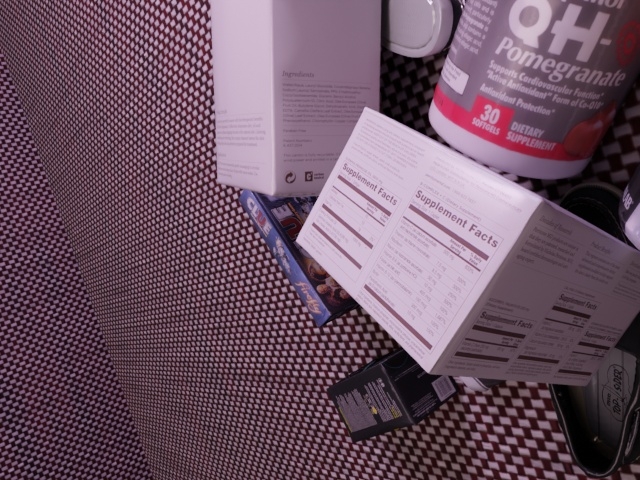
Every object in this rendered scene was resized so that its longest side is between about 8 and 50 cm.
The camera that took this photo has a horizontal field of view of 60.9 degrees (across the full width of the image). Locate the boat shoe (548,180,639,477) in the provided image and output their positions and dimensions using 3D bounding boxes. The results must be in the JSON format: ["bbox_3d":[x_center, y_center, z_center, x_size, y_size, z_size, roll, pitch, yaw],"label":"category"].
[{"bbox_3d":[0.304,0.109,0.611,0.127,0.113,0.340,10,113,48],"label":"boat shoe"}]

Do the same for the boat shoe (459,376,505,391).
[{"bbox_3d":[0.188,0.111,0.754,0.076,0.080,0.228,-32,94,40],"label":"boat shoe"}]

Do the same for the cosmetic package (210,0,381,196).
[{"bbox_3d":[-0.038,-0.246,0.676,0.197,0.155,0.365,21,113,59],"label":"cosmetic package"}]

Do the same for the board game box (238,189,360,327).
[{"bbox_3d":[0.000,0.000,0.871,0.243,0.165,0.042,56,139,15],"label":"board game box"}]

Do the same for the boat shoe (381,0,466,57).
[{"bbox_3d":[0.089,-0.304,0.697,0.302,0.091,0.114,52,143,40],"label":"boat shoe"}]

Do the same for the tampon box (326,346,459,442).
[{"bbox_3d":[0.113,0.241,0.880,0.161,0.120,0.101,-41,73,49],"label":"tampon box"}]

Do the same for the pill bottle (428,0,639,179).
[{"bbox_3d":[0.230,-0.232,0.500,0.176,0.176,0.318,39,132,31],"label":"pill bottle"}]

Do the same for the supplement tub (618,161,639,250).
[{"bbox_3d":[0.371,-0.112,0.378,0.193,0.194,0.316,37,131,33],"label":"supplement tub"}]

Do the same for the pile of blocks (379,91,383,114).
[{"bbox_3d":[0.096,-0.076,0.771,0.362,0.113,0.149,49,136,23],"label":"pile of blocks"}]

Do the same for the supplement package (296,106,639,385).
[{"bbox_3d":[0.151,0.012,0.514,0.204,0.262,0.145,43,110,46],"label":"supplement package"}]
